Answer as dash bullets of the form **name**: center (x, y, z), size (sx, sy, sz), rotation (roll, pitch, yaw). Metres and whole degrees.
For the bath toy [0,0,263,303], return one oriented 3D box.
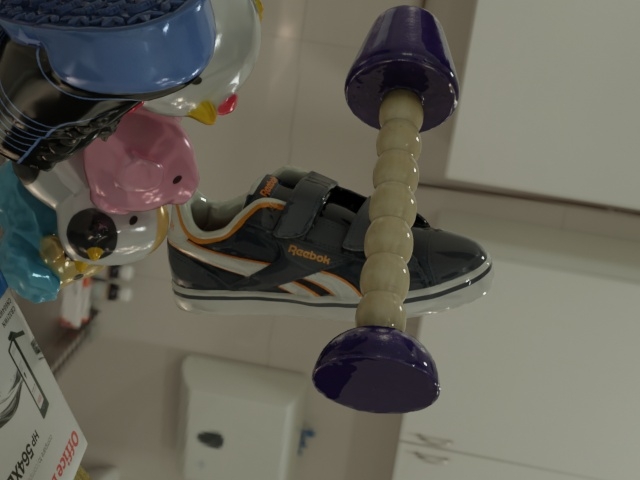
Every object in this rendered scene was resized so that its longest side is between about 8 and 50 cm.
- **bath toy**: center (-0.156, -0.069, 0.714), size (0.348, 0.151, 0.129), rotation (-38, -163, 49)

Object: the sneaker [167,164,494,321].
- **sneaker**: center (0.000, 0.000, 0.896), size (0.126, 0.321, 0.128), rotation (-60, 146, -65)

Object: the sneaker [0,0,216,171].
- **sneaker**: center (-0.114, -0.076, 0.432), size (0.081, 0.232, 0.091), rotation (-32, 122, -28)

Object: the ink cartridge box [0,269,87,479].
- **ink cartridge box**: center (-0.262, 0.122, 0.690), size (0.148, 0.085, 0.203), rotation (-87, 158, -66)

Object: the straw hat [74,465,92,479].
- **straw hat**: center (-0.290, 0.273, 0.918), size (0.061, 0.144, 0.145), rotation (-35, -152, 41)

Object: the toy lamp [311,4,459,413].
- **toy lamp**: center (0.044, -0.035, 0.582), size (0.080, 0.080, 0.275), rotation (90, 7, -55)
